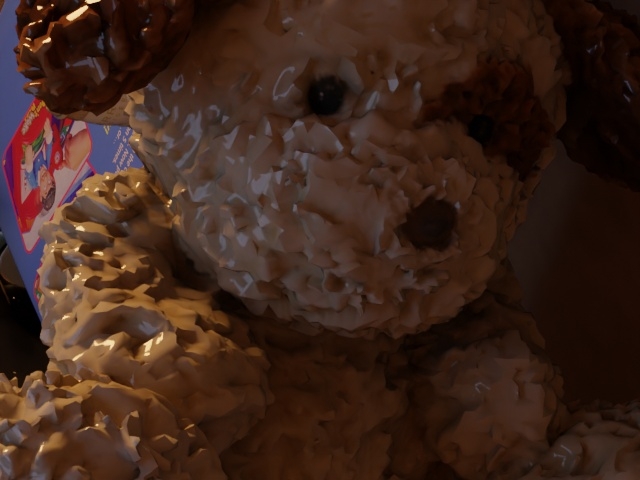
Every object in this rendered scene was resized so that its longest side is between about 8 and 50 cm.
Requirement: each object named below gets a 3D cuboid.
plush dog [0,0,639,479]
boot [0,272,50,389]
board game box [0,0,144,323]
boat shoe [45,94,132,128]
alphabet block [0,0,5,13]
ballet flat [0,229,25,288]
[{"bbox_3d":[0.000,0.000,0.601,0.210,0.262,0.225,46,123,56],"label":"plush dog"},{"bbox_3d":[-0.143,0.132,0.949,0.284,0.138,0.377,49,162,23],"label":"boot"},{"bbox_3d":[-0.028,-0.104,0.759,0.347,0.078,0.233,-62,41,32],"label":"board game box"},{"bbox_3d":[-0.087,-0.117,0.732,0.056,0.048,0.153,-23,69,53],"label":"boat shoe"},{"bbox_3d":[-0.246,-0.157,1.081,0.192,0.197,0.193,29,118,57],"label":"alphabet block"},{"bbox_3d":[-0.204,-0.002,1.166,0.070,0.070,0.188,-51,44,51],"label":"ballet flat"}]
